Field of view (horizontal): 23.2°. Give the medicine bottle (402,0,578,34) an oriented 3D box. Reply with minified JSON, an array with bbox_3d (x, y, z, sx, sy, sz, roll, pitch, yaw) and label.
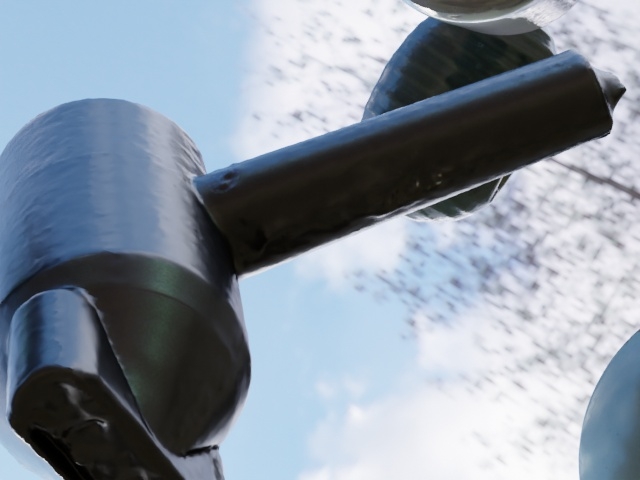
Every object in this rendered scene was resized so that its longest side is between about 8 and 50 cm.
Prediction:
[{"bbox_3d":[0.145,-0.252,1.263,0.170,0.170,0.293,-67,-14,11],"label":"medicine bottle"}]

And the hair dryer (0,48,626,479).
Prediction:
[{"bbox_3d":[0.000,0.000,0.657,0.302,0.244,0.116,-22,-61,0],"label":"hair dryer"}]

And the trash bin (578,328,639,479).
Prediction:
[{"bbox_3d":[0.354,0.213,1.265,0.280,0.280,0.432,-49,-20,-8],"label":"trash bin"}]

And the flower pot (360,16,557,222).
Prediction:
[{"bbox_3d":[0.138,-0.130,1.553,0.243,0.157,0.189,-59,-12,6],"label":"flower pot"}]
